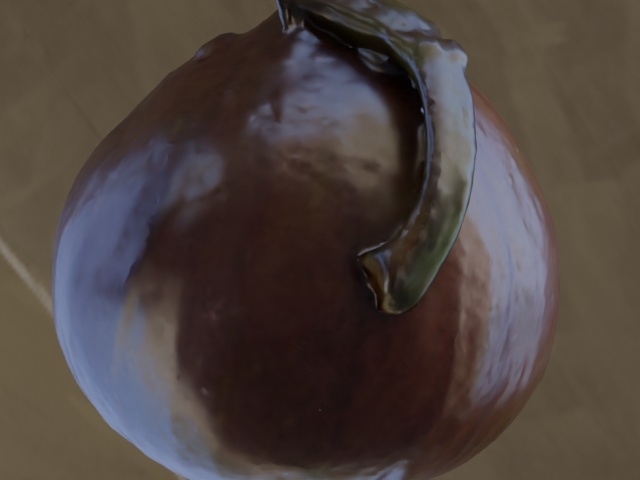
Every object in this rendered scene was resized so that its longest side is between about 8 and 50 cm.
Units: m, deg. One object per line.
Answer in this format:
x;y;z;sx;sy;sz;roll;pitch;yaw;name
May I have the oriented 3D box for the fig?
0.000;0.000;0.590;0.205;0.205;0.205;-4;-67;-9;fig
